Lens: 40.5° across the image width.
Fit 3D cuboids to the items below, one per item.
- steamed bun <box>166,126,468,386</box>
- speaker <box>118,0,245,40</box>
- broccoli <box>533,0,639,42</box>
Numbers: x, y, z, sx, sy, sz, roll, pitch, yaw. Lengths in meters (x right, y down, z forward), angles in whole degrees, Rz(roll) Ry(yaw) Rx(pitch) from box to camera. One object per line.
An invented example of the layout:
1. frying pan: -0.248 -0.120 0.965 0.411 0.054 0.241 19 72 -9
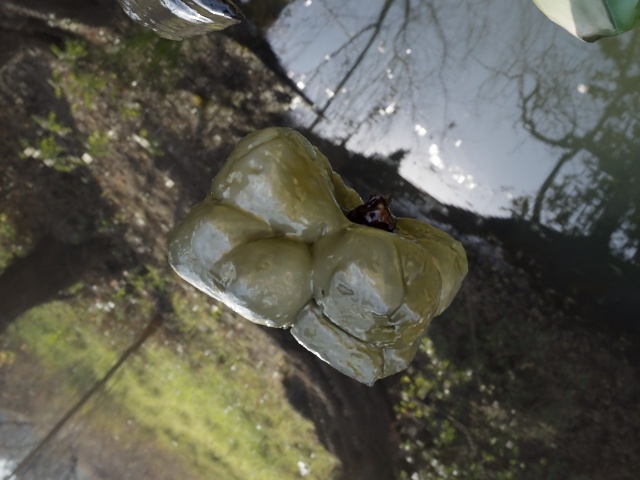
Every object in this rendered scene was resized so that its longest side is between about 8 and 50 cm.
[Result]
1. steamed bun: 0.000 0.000 0.541 0.177 0.106 0.192 30 -169 10
2. speaker: -0.251 -0.156 0.405 0.180 0.388 0.184 -160 57 -67
3. broccoli: 0.205 -0.244 0.406 0.297 0.297 0.297 49 178 2
